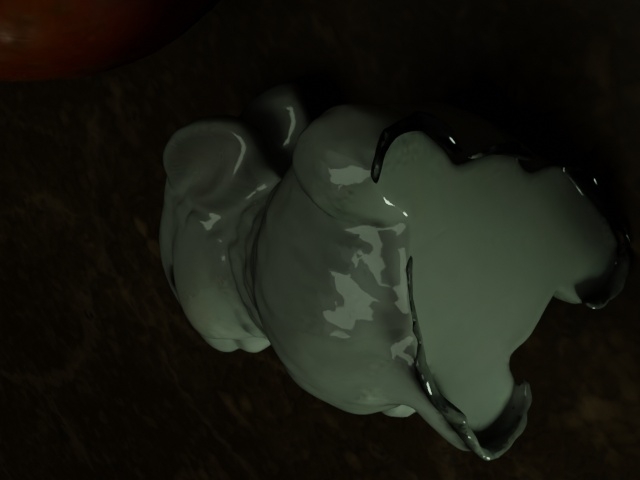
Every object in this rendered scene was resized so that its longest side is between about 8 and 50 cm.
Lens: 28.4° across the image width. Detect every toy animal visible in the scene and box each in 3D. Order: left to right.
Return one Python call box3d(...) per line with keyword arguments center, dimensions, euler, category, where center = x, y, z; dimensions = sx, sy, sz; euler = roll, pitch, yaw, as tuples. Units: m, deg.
box3d(center=(0.000, 0.000, 0.821), dimensions=(0.357, 0.194, 0.258), euler=(13, 136, 51), category="toy animal")

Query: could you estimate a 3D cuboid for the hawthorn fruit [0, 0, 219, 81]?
box3d(center=(-0.193, -0.230, 0.782), dimensions=(0.311, 0.295, 0.295), euler=(33, 144, -11), category="hawthorn fruit")
